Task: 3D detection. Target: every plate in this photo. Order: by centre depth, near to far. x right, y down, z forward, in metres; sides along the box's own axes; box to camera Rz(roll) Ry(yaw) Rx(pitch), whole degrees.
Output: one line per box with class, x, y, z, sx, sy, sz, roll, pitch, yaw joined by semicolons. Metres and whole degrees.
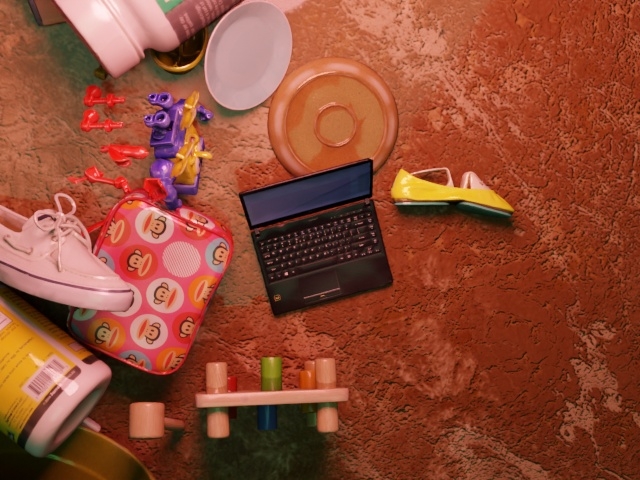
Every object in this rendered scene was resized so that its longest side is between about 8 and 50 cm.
plate;-0.123;-0.310;1.439;0.188;0.024;0.188;-28;133;-34

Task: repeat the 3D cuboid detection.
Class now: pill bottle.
pill bottle;-0.226;-0.422;1.329;0.361;0.204;0.204;-39;105;-6
pill bottle;-0.534;0.191;1.444;0.334;0.188;0.188;37;96;5

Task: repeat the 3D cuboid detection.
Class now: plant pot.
plant pot;-0.499;0.539;1.444;0.367;0.366;0.352;21;102;-11
plant pot;0.025;-0.205;1.524;0.237;0.032;0.236;-1;103;-6

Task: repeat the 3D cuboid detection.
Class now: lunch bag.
lunch bag;-0.312;0.065;1.500;0.258;0.120;0.293;25;99;-11

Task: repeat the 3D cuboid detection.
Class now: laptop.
laptop;0.000;0.000;1.515;0.234;0.136;0.264;-15;104;-3

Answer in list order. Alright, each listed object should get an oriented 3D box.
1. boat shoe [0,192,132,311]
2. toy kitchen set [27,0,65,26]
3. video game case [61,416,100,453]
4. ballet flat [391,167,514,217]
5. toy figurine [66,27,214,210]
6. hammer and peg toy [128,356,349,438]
boat shoe;-0.443;0.000;1.404;0.367;0.136;0.156;18;95;31
toy kitchen set;-0.475;-0.477;1.385;0.122;0.166;0.207;-7;67;-6
video game case;-0.535;0.352;1.590;0.190;0.022;0.173;42;95;-14
ballet flat;0.243;-0.090;1.560;0.231;0.077;0.077;6;86;-6
toy figurine;-0.269;-0.179;1.449;0.191;0.217;0.362;-2;60;8
hammer and peg toy;-0.145;0.274;1.514;0.362;0.266;0.127;-1;81;-6
